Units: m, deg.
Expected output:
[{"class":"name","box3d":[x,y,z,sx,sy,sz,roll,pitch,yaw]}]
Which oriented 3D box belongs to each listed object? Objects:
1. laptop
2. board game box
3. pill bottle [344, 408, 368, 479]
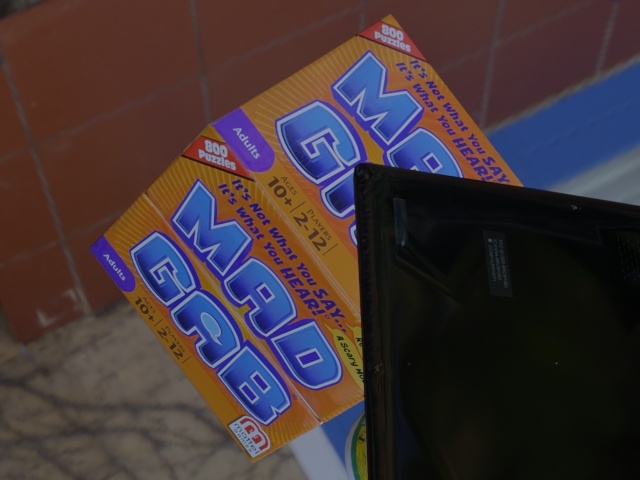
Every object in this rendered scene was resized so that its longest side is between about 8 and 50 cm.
[{"class":"laptop","box3d":[0.184,0.200,0.789,0.408,0.382,0.236,8,146,-16]},{"class":"board game box","box3d":[0.000,0.000,1.723,0.356,0.356,0.356,-37,179,-41]},{"class":"pill bottle","box3d":[0.123,0.186,1.199,0.118,0.117,0.208,-15,176,-35]}]
